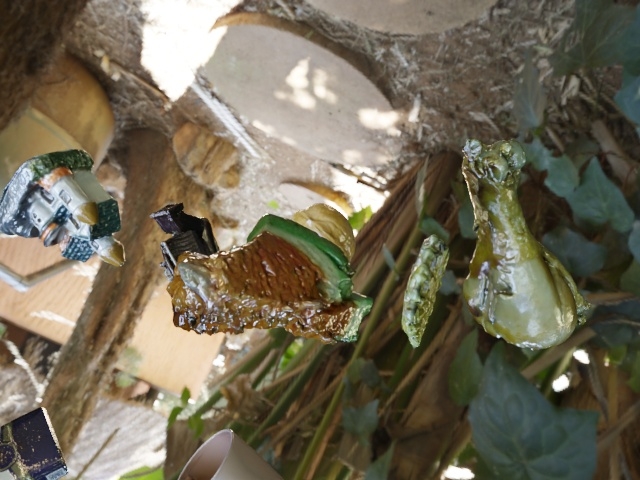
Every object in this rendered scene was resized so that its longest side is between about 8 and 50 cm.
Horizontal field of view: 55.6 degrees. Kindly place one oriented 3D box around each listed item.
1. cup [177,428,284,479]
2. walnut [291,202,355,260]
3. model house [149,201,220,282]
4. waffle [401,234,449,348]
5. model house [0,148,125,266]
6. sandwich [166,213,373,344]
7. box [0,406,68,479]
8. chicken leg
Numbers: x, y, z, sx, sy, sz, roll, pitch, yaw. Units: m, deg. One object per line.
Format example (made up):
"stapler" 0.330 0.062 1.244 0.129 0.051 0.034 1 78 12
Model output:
"cup" -0.211 0.587 1.354 0.200 0.252 0.191 45 155 -14
"walnut" 0.000 0.000 1.399 0.159 0.159 0.206 14 158 22
"model house" -0.326 0.014 1.403 0.141 0.203 0.164 -38 154 27
"waffle" 0.209 0.098 1.236 0.054 0.203 0.223 18 159 19
"model house" -0.621 -0.039 1.527 0.301 0.190 0.271 46 116 4
"sandwich" -0.082 0.043 0.827 0.251 0.161 0.301 21 -172 25
"box" -0.705 0.497 1.325 0.168 0.259 0.071 48 152 34
"chicken leg" 0.325 0.011 1.025 0.202 0.152 0.429 -8 117 28
